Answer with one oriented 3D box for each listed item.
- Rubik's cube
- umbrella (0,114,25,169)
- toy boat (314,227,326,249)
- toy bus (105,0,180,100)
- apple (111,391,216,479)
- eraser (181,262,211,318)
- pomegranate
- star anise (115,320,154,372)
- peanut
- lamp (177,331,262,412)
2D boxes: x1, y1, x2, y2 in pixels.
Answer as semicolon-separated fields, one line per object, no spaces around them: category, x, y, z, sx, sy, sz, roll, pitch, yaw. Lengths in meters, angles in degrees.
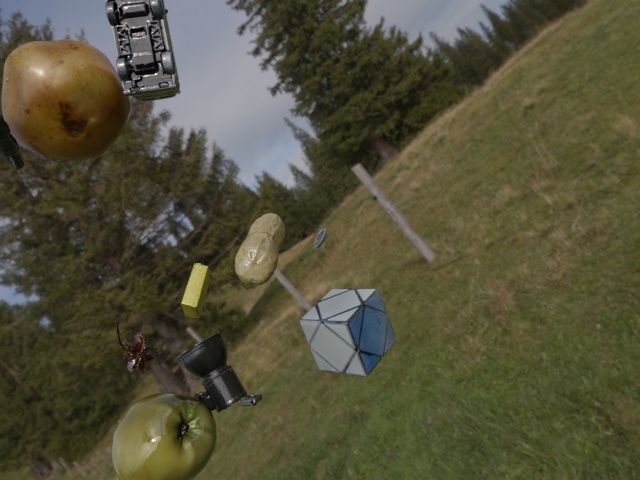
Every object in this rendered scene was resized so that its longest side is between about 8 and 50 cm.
Rubik's cube;0.090;0.290;1.630;0.207;0.205;0.205;-4;24;39
umbrella;-0.852;-0.272;1.365;0.071;0.071;0.248;-44;-14;-20
toy boat;0.000;0.000;1.936;0.122;0.034;0.096;-93;28;-79
toy bus;-0.471;-0.537;1.359;0.143;0.306;0.179;-11;4;-5
apple;-0.399;0.514;1.304;0.262;0.262;0.262;-42;4;3
eraser;-0.332;0.136;1.360;0.097;0.045;0.123;104;178;-62
pomegranate;-0.864;-0.476;1.703;0.416;0.417;0.417;-42;4;3
star anise;-0.598;0.335;1.600;0.070;0.191;0.097;-1;22;39
peanut;-0.162;0.015;1.424;0.123;0.123;0.257;-39;23;39
lamp;-0.299;0.403;1.454;0.172;0.228;0.147;-31;-9;2
